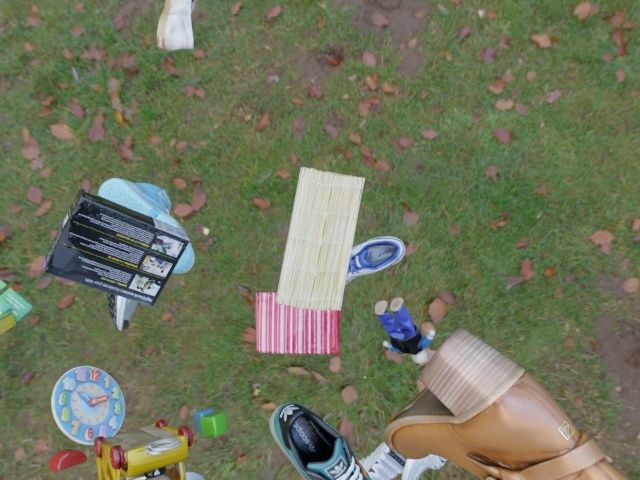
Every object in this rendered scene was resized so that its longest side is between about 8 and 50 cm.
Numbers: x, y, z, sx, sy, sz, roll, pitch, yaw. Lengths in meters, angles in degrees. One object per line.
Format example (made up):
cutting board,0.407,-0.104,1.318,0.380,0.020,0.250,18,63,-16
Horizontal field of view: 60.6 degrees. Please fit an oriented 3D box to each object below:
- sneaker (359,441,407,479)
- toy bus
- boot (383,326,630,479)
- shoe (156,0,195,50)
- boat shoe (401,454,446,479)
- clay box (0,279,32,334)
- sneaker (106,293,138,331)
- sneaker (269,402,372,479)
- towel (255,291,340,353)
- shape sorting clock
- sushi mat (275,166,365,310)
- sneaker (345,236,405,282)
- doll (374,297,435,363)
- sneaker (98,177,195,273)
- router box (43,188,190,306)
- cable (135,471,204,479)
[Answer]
sneaker,0.159,0.641,1.554,0.292,0.118,0.110,-47,115,-21
toy bus,-0.227,0.302,0.717,0.191,0.202,0.104,-12,84,12
boot,0.196,0.243,0.614,0.109,0.283,0.220,-30,60,-35
shoe,-0.241,-0.406,0.954,0.059,0.076,0.218,2,57,-6
boat shoe,0.266,0.504,1.309,0.081,0.079,0.227,27,104,24
clay box,-0.521,0.114,0.726,0.127,0.053,0.222,34,50,10
sneaker,-0.431,0.104,1.269,0.108,0.271,0.100,0,36,-35
sneaker,0.024,0.421,0.987,0.108,0.121,0.302,-42,87,-20
towel,-0.071,0.263,1.753,0.275,0.031,0.198,0,86,7
shape sorting clock,-0.592,0.421,1.410,0.040,0.206,0.206,-35,74,22
sushi mat,0.000,0.000,1.234,0.152,0.019,0.316,10,93,-16
sneaker,0.088,0.055,1.504,0.297,0.131,0.111,-24,85,3
doll,0.195,0.211,1.228,0.129,0.189,0.046,-15,32,27
sneaker,-0.440,-0.051,1.517,0.127,0.208,0.319,-42,89,11
router box,-0.318,0.015,0.862,0.179,0.046,0.133,26,101,-32
cable,-0.483,0.791,1.699,0.257,0.257,0.089,-24,54,15
